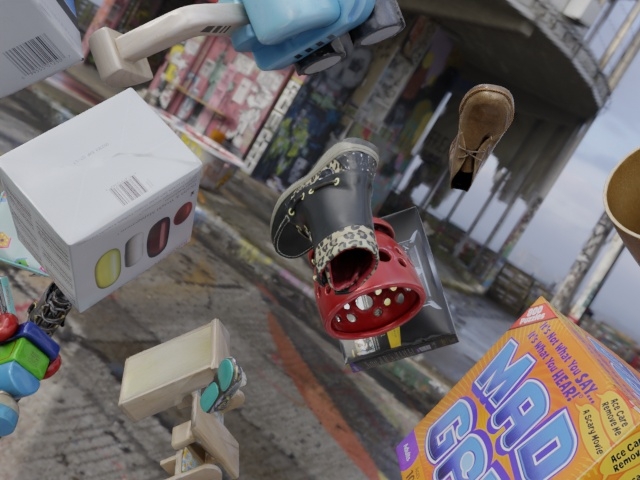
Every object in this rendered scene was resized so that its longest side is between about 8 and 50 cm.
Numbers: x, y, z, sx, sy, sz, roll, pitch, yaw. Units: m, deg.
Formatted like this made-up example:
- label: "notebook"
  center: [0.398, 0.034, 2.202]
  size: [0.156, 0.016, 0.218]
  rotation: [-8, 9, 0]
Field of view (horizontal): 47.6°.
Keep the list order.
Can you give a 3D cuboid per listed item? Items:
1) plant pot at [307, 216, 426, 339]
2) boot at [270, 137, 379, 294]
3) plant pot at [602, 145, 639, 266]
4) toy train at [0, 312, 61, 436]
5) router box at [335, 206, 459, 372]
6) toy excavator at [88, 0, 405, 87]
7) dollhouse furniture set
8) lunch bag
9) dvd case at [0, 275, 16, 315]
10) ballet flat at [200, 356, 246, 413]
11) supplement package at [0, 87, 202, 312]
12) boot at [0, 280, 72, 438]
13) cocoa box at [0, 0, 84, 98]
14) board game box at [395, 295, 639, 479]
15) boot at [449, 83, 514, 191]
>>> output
- label: "plant pot"
  center: [0.074, 0.062, 1.313]
  size: [0.191, 0.191, 0.174]
  rotation: [22, 41, -48]
- label: "boot"
  center: [-0.001, -0.001, 0.945]
  size: [0.085, 0.236, 0.178]
  rotation: [19, 47, -23]
- label: "plant pot"
  center: [0.579, 0.002, 1.096]
  size: [0.254, 0.237, 0.237]
  rotation: [56, -9, -35]
- label: "toy train"
  center: [-0.467, 0.200, 0.935]
  size: [0.105, 0.248, 0.143]
  rotation: [57, 23, -36]
- label: "router box"
  center: [0.141, 0.106, 1.589]
  size: [0.081, 0.243, 0.308]
  rotation: [54, 21, -63]
- label: "toy excavator"
  center: [-0.133, -0.413, 1.309]
  size: [0.445, 0.433, 0.222]
  rotation: [-19, 89, -53]
- label: "dollhouse furniture set"
  center: [-0.271, 0.422, 1.791]
  size: [0.362, 0.257, 0.394]
  rotation: [-100, 164, -56]
- label: "lunch bag"
  center: [-0.555, -0.052, 1.531]
  size: [0.224, 0.279, 0.108]
  rotation: [20, -8, -5]
- label: "dvd case"
  center: [-0.461, 0.091, 1.013]
  size: [0.119, 0.087, 0.013]
  rotation: [-3, 11, 40]
- label: "ballet flat"
  center: [-0.113, 0.175, 0.892]
  size: [0.041, 0.114, 0.041]
  rotation: [18, 45, -18]
- label: "supplement package"
  center: [-0.280, -0.047, 0.940]
  size: [0.149, 0.194, 0.203]
  rotation: [47, -28, 12]
- label: "boot"
  center: [-0.493, 0.180, 1.203]
  size: [0.091, 0.229, 0.263]
  rotation: [33, 20, -21]
- label: "cocoa box"
  center: [-0.592, -0.361, 1.135]
  size: [0.231, 0.347, 0.228]
  rotation: [58, 11, -59]
- label: "board game box"
  center: [0.375, 0.374, 1.042]
  size: [0.356, 0.356, 0.356]
  rotation: [37, 14, -13]
- label: "boot"
  center: [0.329, -0.205, 1.516]
  size: [0.112, 0.115, 0.305]
  rotation: [14, -25, 5]
